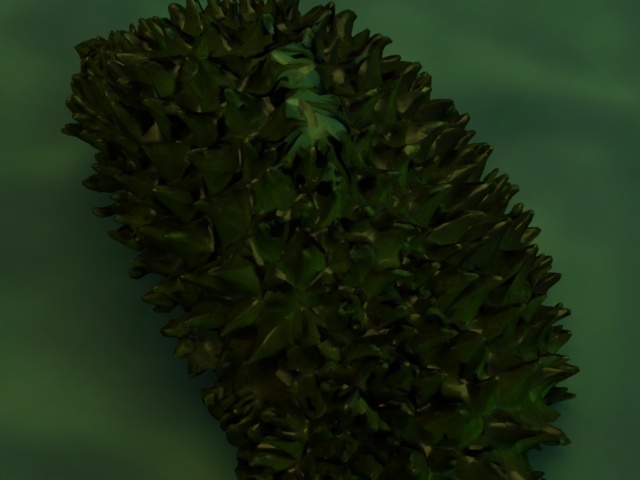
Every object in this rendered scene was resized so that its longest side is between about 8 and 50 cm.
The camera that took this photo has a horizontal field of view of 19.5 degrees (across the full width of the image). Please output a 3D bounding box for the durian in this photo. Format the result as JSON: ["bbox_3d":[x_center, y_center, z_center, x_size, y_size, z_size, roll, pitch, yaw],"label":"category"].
[{"bbox_3d":[0.004,-0.006,0.544,0.137,0.095,0.221,-14,58,-11],"label":"durian"}]
